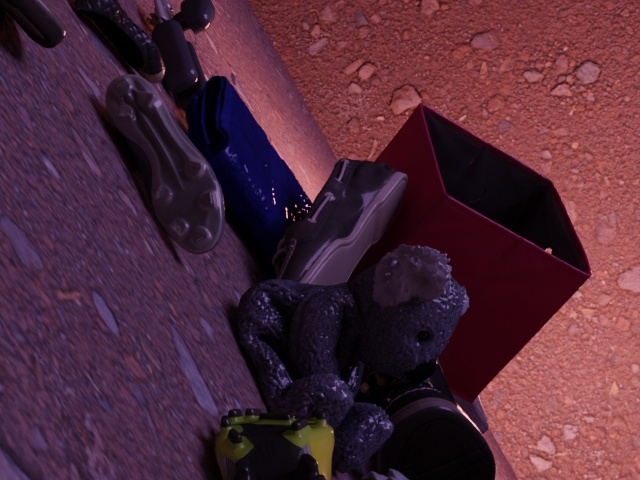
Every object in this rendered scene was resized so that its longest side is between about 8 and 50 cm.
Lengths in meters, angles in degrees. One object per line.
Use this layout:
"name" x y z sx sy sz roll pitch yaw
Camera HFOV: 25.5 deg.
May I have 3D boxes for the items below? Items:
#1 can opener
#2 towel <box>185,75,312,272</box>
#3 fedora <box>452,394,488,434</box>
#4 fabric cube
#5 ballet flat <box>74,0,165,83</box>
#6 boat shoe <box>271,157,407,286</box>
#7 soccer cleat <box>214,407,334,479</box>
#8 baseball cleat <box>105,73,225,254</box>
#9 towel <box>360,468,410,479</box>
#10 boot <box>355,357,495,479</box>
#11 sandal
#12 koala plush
"can opener" -0.190 -0.278 1.962 0.074 0.093 0.280 55 12 -35
"towel" -0.074 -0.044 1.836 0.308 0.076 0.227 56 14 -29
"fedora" 0.161 0.228 2.087 0.275 0.124 0.244 60 7 17
"fabric cube" 0.177 0.018 1.963 0.259 0.258 0.254 28 26 -22
"ballet flat" -0.236 -0.237 1.642 0.057 0.049 0.173 8 -28 33
"boat shoe" 0.000 0.000 1.733 0.335 0.096 0.112 -48 155 -49
"soccer cleat" -0.032 0.199 1.047 0.289 0.093 0.121 -107 -165 -82
"baseball cleat" -0.144 -0.072 1.404 0.205 0.072 0.109 64 1 16
"towel" 0.183 0.393 1.296 0.374 0.090 0.320 40 8 -20
"boot" 0.115 0.217 1.726 0.377 0.138 0.284 57 7 -50
"sandal" -0.283 -0.290 1.275 0.120 0.086 0.302 51 10 -48
"koala plush" 0.046 0.088 1.429 0.203 0.221 0.196 61 7 25
